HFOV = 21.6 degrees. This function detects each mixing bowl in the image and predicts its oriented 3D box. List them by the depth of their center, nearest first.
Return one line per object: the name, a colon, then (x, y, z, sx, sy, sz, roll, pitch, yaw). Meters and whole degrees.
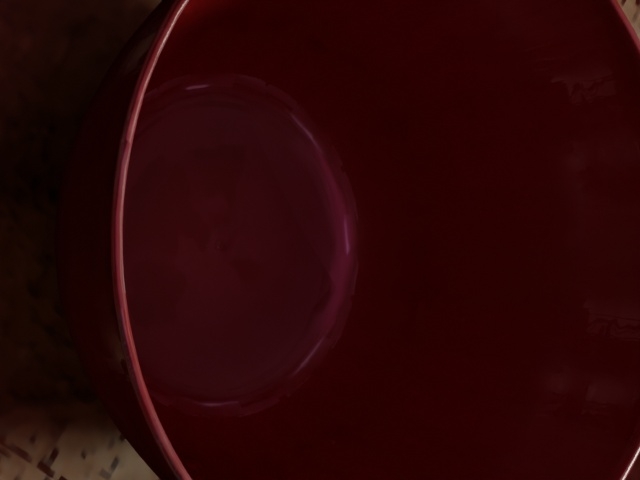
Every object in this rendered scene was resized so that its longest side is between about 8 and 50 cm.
mixing bowl: (0.000, 0.000, 0.441, 0.181, 0.098, 0.181, 0, 90, -38)
